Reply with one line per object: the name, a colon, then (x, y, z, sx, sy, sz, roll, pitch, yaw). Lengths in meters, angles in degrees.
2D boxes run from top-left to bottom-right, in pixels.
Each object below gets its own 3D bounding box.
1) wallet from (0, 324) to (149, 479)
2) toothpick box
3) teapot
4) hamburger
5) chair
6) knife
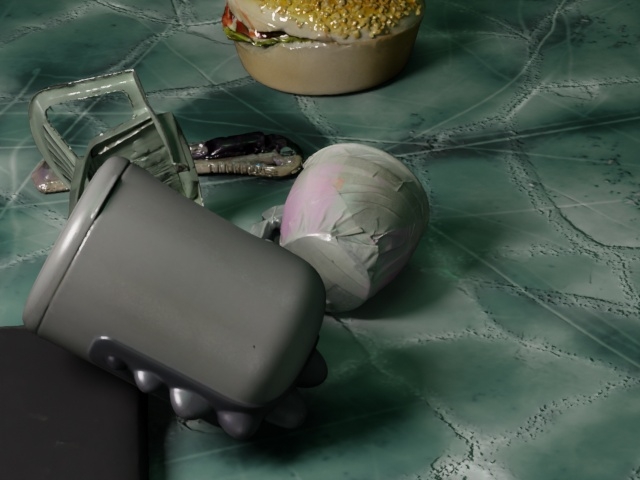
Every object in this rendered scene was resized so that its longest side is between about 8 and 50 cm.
wallet: (-0.288, 0.218, 1.946, 0.228, 0.062, 0.406, -4, 31, -3)
toothpick box: (-0.137, 0.078, 1.972, 0.316, 0.229, 0.229, 29, 35, -4)
teapot: (0.000, -0.011, 2.196, 0.222, 0.163, 0.178, 10, 41, 19)
hamburger: (0.004, -0.331, 2.697, 0.302, 0.170, 0.302, -1, 33, 1)
chair: (-0.247, -0.076, 2.289, 0.191, 0.203, 0.274, -17, 38, -1)
knife: (-0.199, -0.104, 2.472, 0.365, 0.043, 0.089, -5, 31, -2)
